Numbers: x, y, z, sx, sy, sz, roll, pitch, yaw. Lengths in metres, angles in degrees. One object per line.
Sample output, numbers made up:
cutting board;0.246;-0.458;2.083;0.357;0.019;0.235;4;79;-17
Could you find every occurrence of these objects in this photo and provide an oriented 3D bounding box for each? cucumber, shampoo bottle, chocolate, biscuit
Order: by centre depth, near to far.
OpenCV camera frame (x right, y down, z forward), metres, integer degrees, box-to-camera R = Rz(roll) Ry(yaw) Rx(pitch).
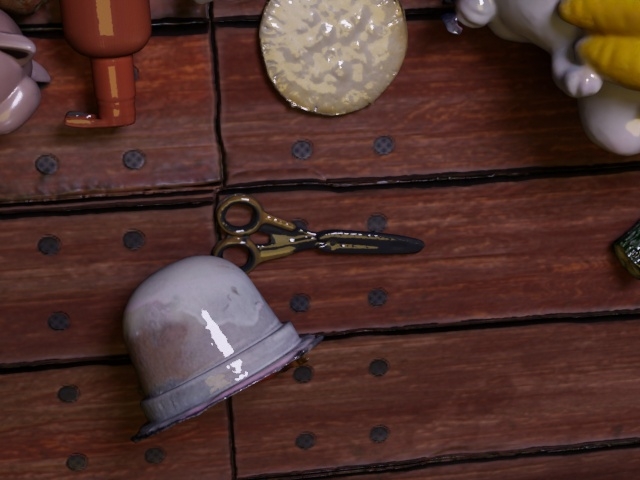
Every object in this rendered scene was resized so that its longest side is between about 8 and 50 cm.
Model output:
shampoo bottle;-0.194;-0.221;0.864;0.085;0.085;0.244;-3;109;-7
biscuit;0.013;-0.193;0.936;0.152;0.020;0.152;-2;110;-7
chocolate;-0.119;0.092;0.956;0.221;0.221;0.147;-29;82;2
cucumber;0.393;-0.033;1.028;0.187;0.058;0.058;-44;109;8

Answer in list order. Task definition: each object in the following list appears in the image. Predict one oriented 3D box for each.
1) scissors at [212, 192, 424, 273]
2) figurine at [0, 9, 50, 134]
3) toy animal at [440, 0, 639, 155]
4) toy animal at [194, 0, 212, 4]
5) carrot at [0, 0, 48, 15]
scissors;0.000;0.000;1.004;0.220;0.017;0.088;4;108;-10
figurine;-0.310;-0.151;0.849;0.138;0.125;0.125;0;109;-11
toy animal;0.279;-0.187;0.874;0.310;0.247;0.183;36;118;-3
toy animal;-0.062;-0.327;0.856;0.184;0.104;0.185;-26;94;-29
carrot;-0.313;-0.269;0.844;0.186;0.060;0.060;42;99;-17
